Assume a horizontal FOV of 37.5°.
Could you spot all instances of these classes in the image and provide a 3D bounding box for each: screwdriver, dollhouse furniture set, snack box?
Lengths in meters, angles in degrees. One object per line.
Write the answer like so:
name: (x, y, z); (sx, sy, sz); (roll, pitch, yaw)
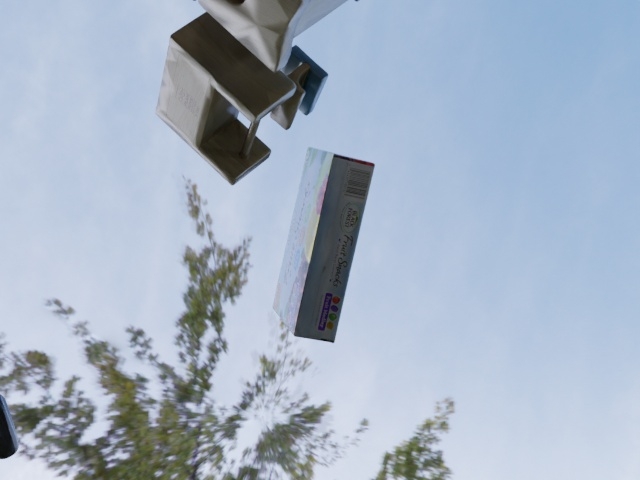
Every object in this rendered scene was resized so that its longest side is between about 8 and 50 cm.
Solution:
screwdriver: (-0.230, 0.078, 0.610); (0.024, 0.169, 0.025); (1, -143, 16)
dollhouse furniture set: (-0.039, -0.157, 0.580); (0.129, 0.183, 0.129); (43, -121, 8)
snack box: (0.000, 0.000, 0.749); (0.037, 0.100, 0.141); (12, -84, -13)
